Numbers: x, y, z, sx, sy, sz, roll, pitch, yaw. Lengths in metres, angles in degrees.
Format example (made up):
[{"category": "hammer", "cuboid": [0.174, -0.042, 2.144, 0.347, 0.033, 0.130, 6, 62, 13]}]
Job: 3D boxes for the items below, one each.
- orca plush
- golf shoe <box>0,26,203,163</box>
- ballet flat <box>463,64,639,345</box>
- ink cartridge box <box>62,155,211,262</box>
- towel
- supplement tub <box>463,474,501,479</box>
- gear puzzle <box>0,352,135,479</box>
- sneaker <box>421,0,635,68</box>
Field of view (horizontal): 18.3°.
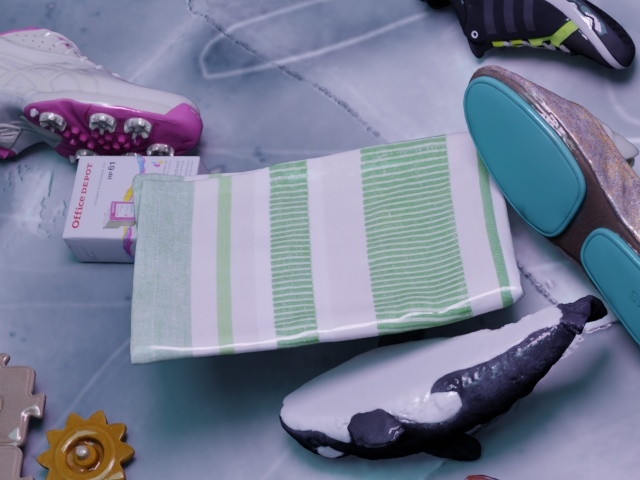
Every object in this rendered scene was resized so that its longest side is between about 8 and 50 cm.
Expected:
[{"category": "orca plush", "cuboid": [0.113, 0.129, 1.651, 0.287, 0.102, 0.151, -28, 28, 9]}, {"category": "golf shoe", "cuboid": [-0.250, -0.147, 1.889, 0.306, 0.115, 0.140, 6, 61, 18]}, {"category": "ballet flat", "cuboid": [0.241, -0.026, 1.666, 0.106, 0.107, 0.316, -23, 72, -38]}, {"category": "ink cartridge box", "cuboid": [-0.168, -0.029, 1.833, 0.122, 0.052, 0.088, 0, 63, 17]}, {"category": "towel", "cuboid": [0.000, 0.000, 1.695, 0.325, 0.038, 0.248, -7, 38, 1]}, {"category": "supplement tub", "cuboid": [0.110, 0.289, 1.550, 0.106, 0.106, 0.198, 25, 72, 26]}, {"category": "gear puzzle", "cuboid": [-0.325, 0.188, 1.776, 0.339, 0.044, 0.175, -3, 61, 12]}, {"category": "sneaker", "cuboid": [0.183, -0.201, 1.821, 0.235, 0.084, 0.097, 38, 102, 30]}]
